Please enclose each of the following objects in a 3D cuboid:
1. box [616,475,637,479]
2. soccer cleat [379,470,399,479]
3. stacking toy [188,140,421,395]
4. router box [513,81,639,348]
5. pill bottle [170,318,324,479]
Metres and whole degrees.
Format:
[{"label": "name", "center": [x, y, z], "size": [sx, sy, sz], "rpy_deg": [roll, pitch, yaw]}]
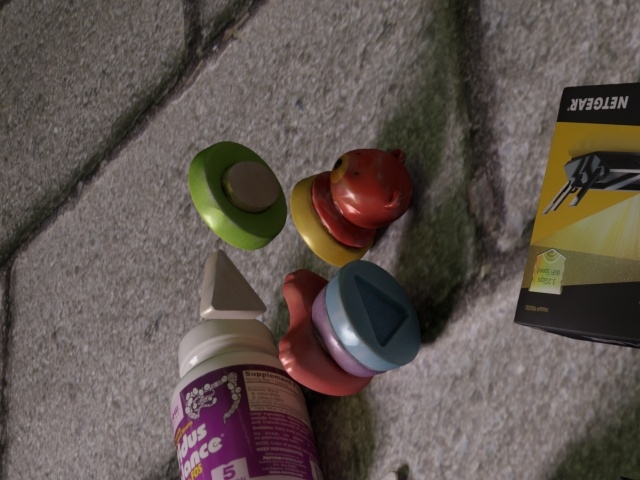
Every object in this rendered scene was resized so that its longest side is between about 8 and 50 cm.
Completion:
[{"label": "box", "center": [0.270, 0.296, 1.508], "size": [0.137, 0.027, 0.094], "rpy_deg": [-64, 29, 18]}, {"label": "soccer cleat", "center": [0.059, 0.288, 1.861], "size": [0.083, 0.036, 0.029], "rpy_deg": [-56, 34, 29]}, {"label": "stacking toy", "center": [0.000, 0.000, 1.875], "size": [0.130, 0.279, 0.309], "rpy_deg": [-34, 46, 34]}, {"label": "router box", "center": [0.320, -0.021, 1.522], "size": [0.309, 0.081, 0.243], "rpy_deg": [3, 79, 60]}, {"label": "pill bottle", "center": [-0.092, 0.242, 2.008], "size": [0.169, 0.169, 0.301], "rpy_deg": [-52, 36, 33]}]
